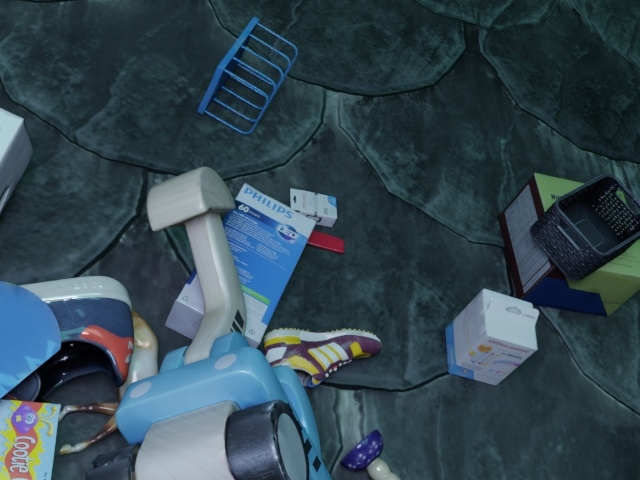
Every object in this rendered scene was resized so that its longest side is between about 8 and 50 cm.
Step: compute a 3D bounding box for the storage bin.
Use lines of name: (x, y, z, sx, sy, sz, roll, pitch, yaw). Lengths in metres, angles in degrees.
storage bin: (0.459, -0.024, 1.405, 0.180, 0.084, 0.122, -24, 69, -35)

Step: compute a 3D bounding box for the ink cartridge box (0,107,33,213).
ink cartridge box: (-0.568, -0.112, 1.081, 0.306, 0.131, 0.226, 23, 73, -6)

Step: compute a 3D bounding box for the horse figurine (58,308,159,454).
horse figurine: (-0.268, 0.174, 1.096, 0.175, 0.066, 0.263, -7, 61, -22)

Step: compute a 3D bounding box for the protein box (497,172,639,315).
protein box: (0.461, 0.009, 1.529, 0.200, 0.136, 0.201, 10, 52, -18)

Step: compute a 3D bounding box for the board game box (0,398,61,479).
board game box: (-0.437, 0.255, 0.897, 0.276, 0.142, 0.144, 9, 52, -19)

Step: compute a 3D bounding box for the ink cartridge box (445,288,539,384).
ink cartridge box: (0.274, 0.151, 1.322, 0.092, 0.143, 0.089, 16, 49, -14)

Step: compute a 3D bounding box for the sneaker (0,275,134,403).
sneaker: (-0.393, 0.144, 0.980, 0.350, 0.131, 0.148, -11, 60, -12)

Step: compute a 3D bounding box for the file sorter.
file sorter: (-0.126, -0.291, 1.492, 0.105, 0.118, 0.170, 30, 47, -6)

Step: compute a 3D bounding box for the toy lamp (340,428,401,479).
toy lamp: (0.140, 0.384, 1.124, 0.080, 0.080, 0.274, -28, 68, -39)

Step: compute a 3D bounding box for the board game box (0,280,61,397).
board game box: (-0.374, 0.121, 0.914, 0.133, 0.033, 0.169, 36, 53, 13)

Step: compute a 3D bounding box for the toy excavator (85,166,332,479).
toy excavator: (-0.122, 0.171, 1.027, 0.445, 0.223, 0.432, -85, 152, -64)

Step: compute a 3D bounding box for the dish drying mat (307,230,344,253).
dish drying mat: (0.000, 0.000, 1.399, 0.083, 0.008, 0.032, 15, 49, -14)

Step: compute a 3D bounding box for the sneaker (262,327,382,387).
sneaker: (0.005, 0.178, 1.230, 0.186, 0.069, 0.083, 2, 63, -17)

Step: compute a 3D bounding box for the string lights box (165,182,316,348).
string lights box: (-0.115, 0.045, 1.262, 0.133, 0.076, 0.259, 28, 48, -4)

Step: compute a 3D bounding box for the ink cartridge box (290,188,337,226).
ink cartridge box: (-0.016, -0.056, 1.420, 0.083, 0.028, 0.048, 11, 51, -18)
